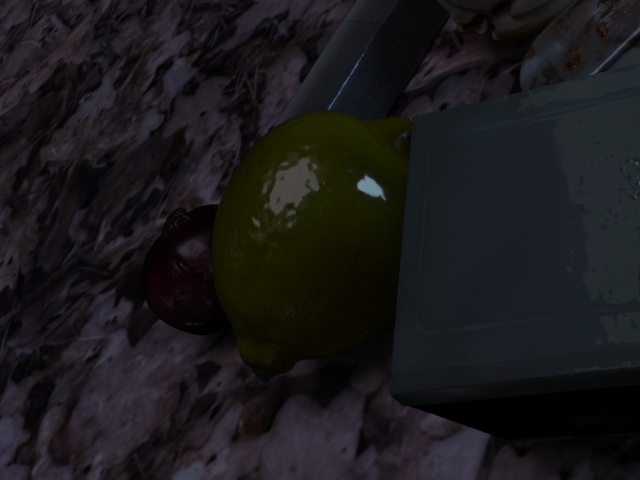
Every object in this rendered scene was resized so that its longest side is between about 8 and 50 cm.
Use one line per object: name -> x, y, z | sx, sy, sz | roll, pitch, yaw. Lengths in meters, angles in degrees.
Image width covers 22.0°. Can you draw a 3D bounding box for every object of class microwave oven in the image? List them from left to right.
microwave oven -> 0.219, 0.013, 1.092 | 0.295, 0.181, 0.238 | -11, 65, 42

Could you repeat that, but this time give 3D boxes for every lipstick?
lipstick -> 0.028, -0.144, 1.593 | 0.068, 0.066, 0.317 | 11, 64, 52

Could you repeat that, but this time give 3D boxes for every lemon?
lemon -> 0.000, 0.000, 1.374 | 0.248, 0.184, 0.184 | -57, 34, 1

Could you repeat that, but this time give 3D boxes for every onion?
onion -> -0.102, 0.023, 1.520 | 0.131, 0.131, 0.131 | -29, 38, 25

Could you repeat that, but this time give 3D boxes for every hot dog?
hot dog -> 0.257, -0.181, 1.228 | 0.268, 0.075, 0.144 | -43, 32, 14

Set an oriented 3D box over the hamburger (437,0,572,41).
hamburger -> 0.202, -0.319, 1.512 | 0.227, 0.151, 0.295 | -11, 43, 34
